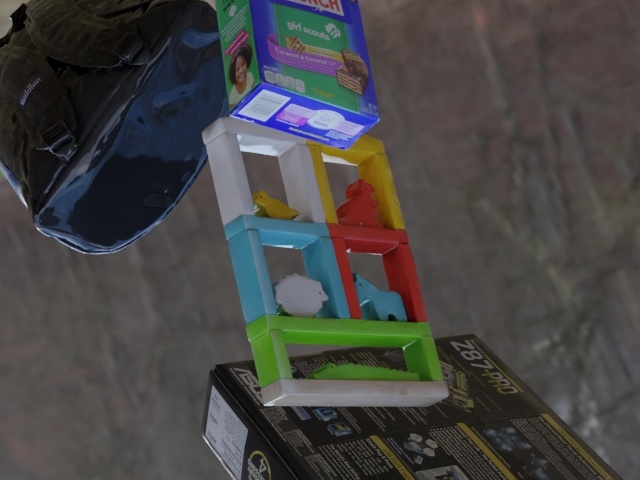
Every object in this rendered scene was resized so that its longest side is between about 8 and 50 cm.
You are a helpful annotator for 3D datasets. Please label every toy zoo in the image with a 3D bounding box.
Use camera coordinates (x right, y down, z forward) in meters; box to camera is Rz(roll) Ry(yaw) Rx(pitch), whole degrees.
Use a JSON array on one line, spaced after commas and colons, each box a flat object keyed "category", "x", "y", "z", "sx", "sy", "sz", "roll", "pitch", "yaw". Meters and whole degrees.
[{"category": "toy zoo", "x": 0.000, "y": 0.000, "z": 1.578, "sx": 0.192, "sy": 0.293, "sz": 0.030, "roll": 6, "pitch": 153, "yaw": -42}]

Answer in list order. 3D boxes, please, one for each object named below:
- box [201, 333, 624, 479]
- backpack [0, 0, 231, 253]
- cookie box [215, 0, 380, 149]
[{"category": "box", "x": 0.109, "y": 0.235, "z": 1.740, "sx": 0.318, "sy": 0.097, "sz": 0.395, "roll": -8, "pitch": -148, "yaw": -28}, {"category": "backpack", "x": -0.243, "y": -0.152, "z": 1.988, "sx": 0.355, "sy": 0.273, "sz": 0.290, "roll": 31, "pitch": -94, "yaw": 44}, {"category": "cookie box", "x": -0.016, "y": -0.119, "z": 1.134, "sx": 0.091, "sy": 0.107, "sz": 0.040, "roll": 14, "pitch": 142, "yaw": -35}]
